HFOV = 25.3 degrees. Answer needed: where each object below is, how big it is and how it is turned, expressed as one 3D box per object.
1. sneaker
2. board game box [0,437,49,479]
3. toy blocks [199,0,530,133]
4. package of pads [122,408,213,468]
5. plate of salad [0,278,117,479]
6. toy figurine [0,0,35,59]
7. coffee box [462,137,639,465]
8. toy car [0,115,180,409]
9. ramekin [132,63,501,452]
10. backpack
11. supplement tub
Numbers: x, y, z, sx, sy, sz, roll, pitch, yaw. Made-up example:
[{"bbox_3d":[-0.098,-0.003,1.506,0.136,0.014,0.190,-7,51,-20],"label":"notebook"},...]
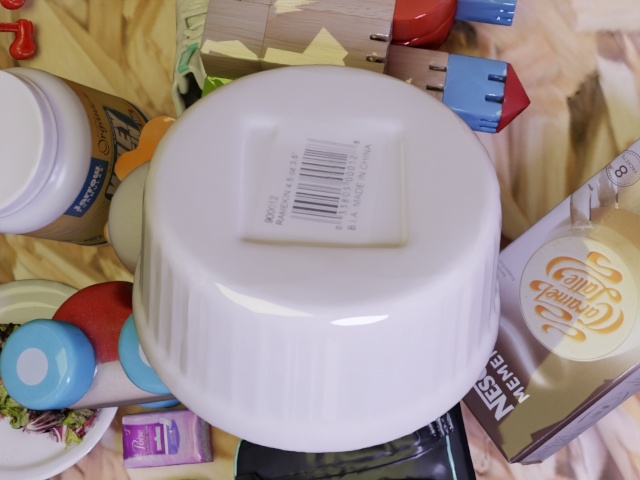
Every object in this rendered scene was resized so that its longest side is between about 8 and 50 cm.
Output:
[{"bbox_3d":[-0.101,-0.161,1.267,0.080,0.094,0.212,-10,81,23],"label":"sneaker"},{"bbox_3d":[-0.376,0.217,1.370,0.210,0.047,0.160,38,99,20],"label":"board game box"},{"bbox_3d":[0.058,-0.251,1.165,0.260,0.191,0.381,8,77,4],"label":"toy blocks"},{"bbox_3d":[-0.137,0.178,1.284,0.083,0.032,0.050,-8,80,22],"label":"package of pads"},{"bbox_3d":[-0.279,0.125,1.313,0.199,0.048,0.200,-3,66,8],"label":"plate of salad"},{"bbox_3d":[-0.415,-0.189,1.406,0.217,0.191,0.363,-7,90,52],"label":"toy figurine"},{"bbox_3d":[0.215,0.049,1.114,0.246,0.098,0.141,-41,69,14],"label":"coffee box"},{"bbox_3d":[-0.140,0.017,1.200,0.210,0.219,0.238,-9,80,22],"label":"toy car"},{"bbox_3d":[0.000,0.000,1.025,0.277,0.135,0.277,2,50,-2],"label":"ramekin"},{"bbox_3d":[0.031,0.197,1.150,0.188,0.144,0.166,-14,84,10],"label":"backpack"},{"bbox_3d":[-0.240,-0.072,1.259,0.144,0.199,0.144,-2,85,22],"label":"supplement tub"}]
